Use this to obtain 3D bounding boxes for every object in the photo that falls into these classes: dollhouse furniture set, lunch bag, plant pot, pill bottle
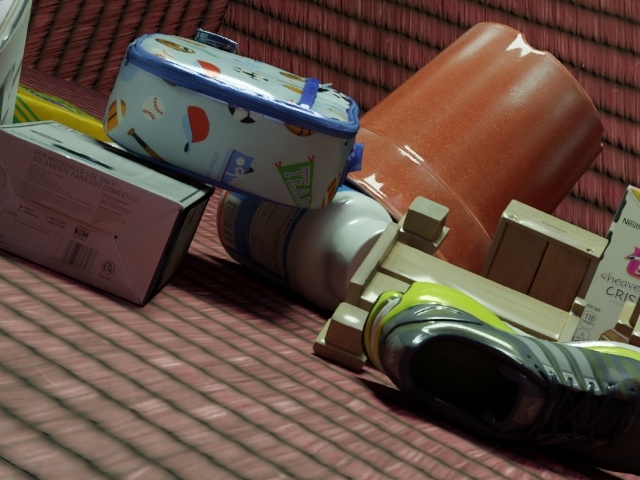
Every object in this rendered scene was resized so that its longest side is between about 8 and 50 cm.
[{"bbox_3d":[0.169,0.125,1.734,0.303,0.174,0.355,23,29,9],"label":"dollhouse furniture set"},{"bbox_3d":[-0.072,-0.116,1.805,0.243,0.115,0.303,17,10,-1],"label":"lunch bag"},{"bbox_3d":[0.151,-0.081,2.080,0.272,0.265,0.272,41,-15,14],"label":"plant pot"},{"bbox_3d":[0.000,0.000,1.935,0.124,0.124,0.221,18,6,-40],"label":"pill bottle"}]

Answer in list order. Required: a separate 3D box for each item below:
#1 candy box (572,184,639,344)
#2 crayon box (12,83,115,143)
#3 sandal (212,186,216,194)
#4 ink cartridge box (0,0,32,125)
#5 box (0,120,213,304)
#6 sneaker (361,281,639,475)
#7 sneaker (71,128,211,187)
[{"bbox_3d":[0.365,0.075,2.086,0.159,0.233,0.071,22,4,8],"label":"candy box"},{"bbox_3d":[-0.362,-0.138,2.124,0.318,0.081,0.202,20,4,-29],"label":"crayon box"},{"bbox_3d":[-0.195,-0.107,2.805,0.067,0.040,0.179,19,5,-29],"label":"sandal"},{"bbox_3d":[-0.323,-0.135,1.503,0.158,0.092,0.218,22,-36,-1],"label":"ink cartridge box"},{"bbox_3d":[-0.192,-0.030,1.597,0.169,0.087,0.290,22,4,0],"label":"box"},{"bbox_3d":[0.176,0.128,1.514,0.300,0.111,0.121,16,15,-3],"label":"sneaker"},{"bbox_3d":[-0.210,-0.066,2.044,0.214,0.084,0.083,7,12,-31],"label":"sneaker"}]
